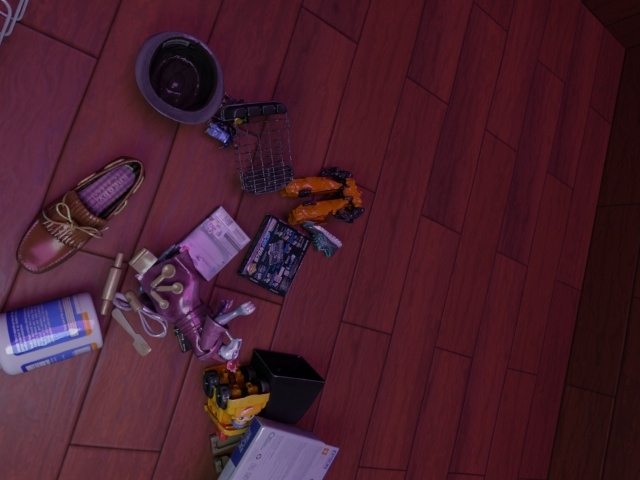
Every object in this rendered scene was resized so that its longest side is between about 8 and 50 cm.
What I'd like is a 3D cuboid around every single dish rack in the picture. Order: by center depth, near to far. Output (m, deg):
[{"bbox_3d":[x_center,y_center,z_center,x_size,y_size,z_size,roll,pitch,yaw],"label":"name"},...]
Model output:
[{"bbox_3d":[-0.181,-0.284,1.356,0.208,0.074,0.272,-18,111,-34],"label":"dish rack"}]

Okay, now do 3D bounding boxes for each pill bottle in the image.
[{"bbox_3d":[-0.688,0.231,1.069,0.271,0.152,0.152,-14,98,-30],"label":"pill bottle"}]

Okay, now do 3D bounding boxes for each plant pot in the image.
[{"bbox_3d":[-0.128,0.469,1.397,0.188,0.187,0.167,19,93,-30],"label":"plant pot"}]

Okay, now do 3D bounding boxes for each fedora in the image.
[{"bbox_3d":[-0.403,-0.443,1.248,0.243,0.124,0.276,16,74,-32],"label":"fedora"}]

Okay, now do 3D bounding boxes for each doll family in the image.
[{"bbox_3d":[-0.277,-0.362,1.359,0.111,0.076,0.193,33,79,-31],"label":"doll family"}]

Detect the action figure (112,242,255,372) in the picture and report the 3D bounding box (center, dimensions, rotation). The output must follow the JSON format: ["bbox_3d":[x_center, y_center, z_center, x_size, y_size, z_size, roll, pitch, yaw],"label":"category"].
[{"bbox_3d":[-0.343,0.205,1.169,0.275,0.248,0.370,-32,82,-26],"label":"action figure"}]

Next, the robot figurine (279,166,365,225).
[{"bbox_3d":[0.015,-0.144,1.509,0.290,0.085,0.211,-9,76,-30],"label":"robot figurine"}]

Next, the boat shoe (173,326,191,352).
[{"bbox_3d":[-0.410,0.271,1.298,0.038,0.046,0.125,-26,112,-33],"label":"boat shoe"}]

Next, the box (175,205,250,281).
[{"bbox_3d":[-0.327,0.009,1.348,0.186,0.038,0.145,-48,112,-23],"label":"box"}]

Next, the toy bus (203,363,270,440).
[{"bbox_3d":[-0.257,0.493,1.297,0.149,0.220,0.212,5,95,-34],"label":"toy bus"}]

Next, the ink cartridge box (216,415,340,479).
[{"bbox_3d":[-0.143,0.702,1.292,0.330,0.071,0.324,35,83,-37],"label":"ink cartridge box"}]

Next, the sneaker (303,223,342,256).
[{"bbox_3d":[0.000,0.000,1.532,0.166,0.065,0.076,35,78,-24],"label":"sneaker"}]

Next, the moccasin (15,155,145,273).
[{"bbox_3d":[-0.596,-0.070,1.123,0.380,0.147,0.139,-45,111,-23],"label":"moccasin"}]

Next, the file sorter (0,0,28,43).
[{"bbox_3d":[-0.766,-0.503,0.942,0.173,0.192,0.278,30,50,-33],"label":"file sorter"}]

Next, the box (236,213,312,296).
[{"bbox_3d":[-0.147,0.051,1.448,0.175,0.051,0.220,32,75,-27],"label":"box"}]

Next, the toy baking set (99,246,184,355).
[{"bbox_3d":[-0.455,0.147,1.103,0.196,0.030,0.256,19,86,7],"label":"toy baking set"}]

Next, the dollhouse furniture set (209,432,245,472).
[{"bbox_3d":[-0.246,0.669,1.352,0.144,0.123,0.151,-7,94,-31],"label":"dollhouse furniture set"}]
